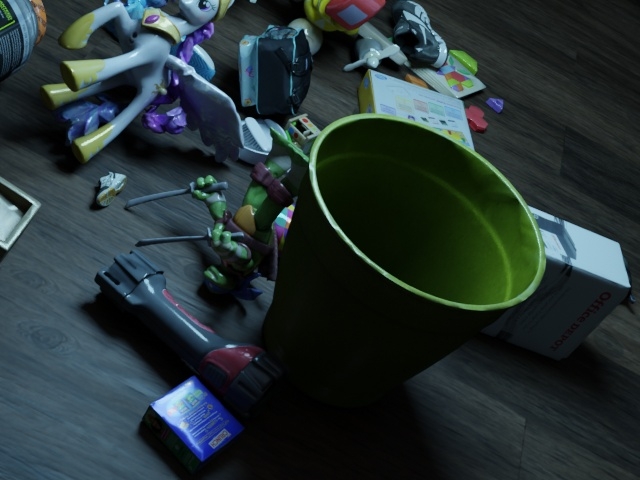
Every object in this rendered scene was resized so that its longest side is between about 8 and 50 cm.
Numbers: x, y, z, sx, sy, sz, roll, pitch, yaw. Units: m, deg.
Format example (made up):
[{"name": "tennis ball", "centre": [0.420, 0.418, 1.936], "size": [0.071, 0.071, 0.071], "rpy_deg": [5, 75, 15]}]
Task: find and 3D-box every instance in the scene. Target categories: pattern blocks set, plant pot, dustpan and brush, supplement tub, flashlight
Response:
[{"name": "pattern blocks set", "centre": [0.302, -0.405, 2.260], "size": [0.325, 0.026, 0.285], "rpy_deg": [36, 40, 6]}, {"name": "plant pot", "centre": [0.082, 0.061, 1.406], "size": [0.367, 0.353, 0.366], "rpy_deg": [17, 43, -17]}, {"name": "dustpan and brush", "centre": [-0.103, -0.172, 1.750], "size": [0.147, 0.060, 0.211], "rpy_deg": [-12, 56, -39]}, {"name": "supplement tub", "centre": [-0.596, -0.319, 1.495], "size": [0.194, 0.193, 0.316], "rpy_deg": [34, 41, 3]}, {"name": "flashlight", "centre": [-0.186, 0.131, 1.373], "size": [0.304, 0.103, 0.103], "rpy_deg": [39, 70, 15]}]

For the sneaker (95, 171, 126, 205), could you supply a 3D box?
[{"name": "sneaker", "centre": [-0.354, -0.085, 1.538], "size": [0.037, 0.032, 0.083], "rpy_deg": [20, 35, 8]}]

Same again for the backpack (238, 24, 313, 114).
[{"name": "backpack", "centre": [-0.087, -0.344, 1.856], "size": [0.145, 0.165, 0.188], "rpy_deg": [5, 26, 14]}]

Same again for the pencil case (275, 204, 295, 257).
[{"name": "pencil case", "centre": [0.000, 0.000, 1.609], "size": [0.236, 0.104, 0.104], "rpy_deg": [17, 43, -16]}]

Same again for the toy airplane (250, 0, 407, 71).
[{"name": "toy airplane", "centre": [0.000, -0.532, 2.061], "size": [0.386, 0.272, 0.384], "rpy_deg": [33, 2, 17]}]

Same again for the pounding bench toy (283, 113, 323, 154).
[{"name": "pounding bench toy", "centre": [-0.048, -0.204, 1.824], "size": [0.065, 0.052, 0.083], "rpy_deg": [46, 43, 17]}]

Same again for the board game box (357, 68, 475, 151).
[{"name": "board game box", "centre": [0.208, -0.213, 1.980], "size": [0.242, 0.064, 0.316], "rpy_deg": [16, 43, -18]}]

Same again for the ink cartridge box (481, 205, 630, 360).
[{"name": "ink cartridge box", "centre": [0.353, 0.062, 1.671], "size": [0.308, 0.223, 0.129], "rpy_deg": [21, 41, -12]}]

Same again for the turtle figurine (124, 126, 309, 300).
[{"name": "turtle figurine", "centre": [-0.144, -0.059, 1.442], "size": [0.275, 0.266, 0.198], "rpy_deg": [39, 5, -1]}]

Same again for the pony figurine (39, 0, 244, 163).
[{"name": "pony figurine", "centre": [-0.284, -0.284, 1.584], "size": [0.363, 0.351, 0.303], "rpy_deg": [-36, 68, -28]}]

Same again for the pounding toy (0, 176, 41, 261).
[{"name": "pounding toy", "centre": [-0.504, -0.038, 1.360], "size": [0.141, 0.100, 0.130], "rpy_deg": [35, 40, -13]}]

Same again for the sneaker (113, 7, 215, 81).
[{"name": "sneaker", "centre": [-0.297, -0.395, 1.837], "size": [0.229, 0.087, 0.092], "rpy_deg": [36, 38, 2]}]

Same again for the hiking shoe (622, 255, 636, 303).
[{"name": "hiking shoe", "centre": [0.549, 0.060, 1.899], "size": [0.227, 0.086, 0.114], "rpy_deg": [15, 40, -20]}]

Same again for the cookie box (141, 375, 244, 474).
[{"name": "cookie box", "centre": [-0.176, 0.254, 1.293], "size": [0.107, 0.040, 0.092], "rpy_deg": [44, 42, 15]}]

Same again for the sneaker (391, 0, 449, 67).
[{"name": "sneaker", "centre": [0.212, -0.503, 2.230], "size": [0.106, 0.078, 0.234], "rpy_deg": [-2, 48, -32]}]
